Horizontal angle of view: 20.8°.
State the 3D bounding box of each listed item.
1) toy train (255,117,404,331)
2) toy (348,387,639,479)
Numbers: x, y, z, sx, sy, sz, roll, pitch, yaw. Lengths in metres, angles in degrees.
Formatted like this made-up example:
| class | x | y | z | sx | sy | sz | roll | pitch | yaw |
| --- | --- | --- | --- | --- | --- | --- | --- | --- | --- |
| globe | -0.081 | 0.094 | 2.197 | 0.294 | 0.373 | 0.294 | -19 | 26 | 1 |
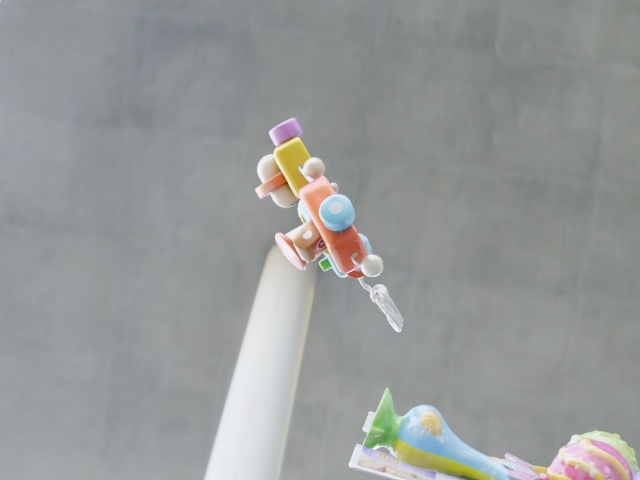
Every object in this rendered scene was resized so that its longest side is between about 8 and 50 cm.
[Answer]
| class | x | y | z | sx | sy | sz | roll | pitch | yaw |
| --- | --- | --- | --- | --- | --- | --- | --- | --- | --- |
| toy train | 0.000 | 0.000 | 1.037 | 0.046 | 0.166 | 0.125 | -29 | -117 | -2 |
| toy | 0.138 | 0.129 | 0.940 | 0.237 | 0.137 | 0.056 | 17 | -83 | 4 |
